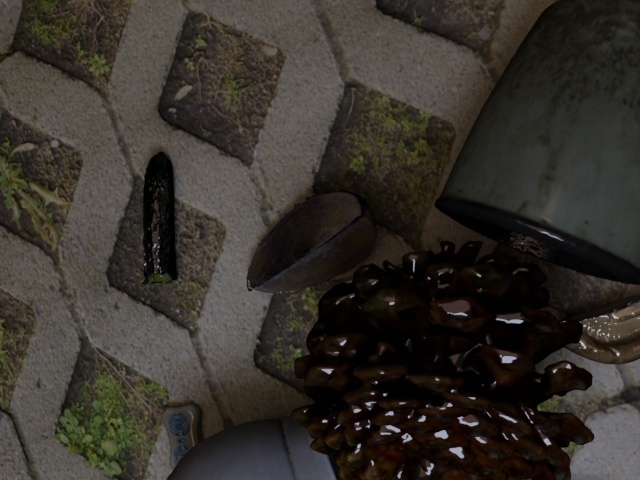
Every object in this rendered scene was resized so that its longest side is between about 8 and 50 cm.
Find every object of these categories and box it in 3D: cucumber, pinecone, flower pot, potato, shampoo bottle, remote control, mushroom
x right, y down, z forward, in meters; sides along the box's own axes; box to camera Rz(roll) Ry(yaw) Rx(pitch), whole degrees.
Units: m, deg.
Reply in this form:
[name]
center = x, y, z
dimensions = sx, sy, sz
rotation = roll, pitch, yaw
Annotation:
[cucumber]
center = -0.293, -0.040, 1.178
dimensions = 0.067, 0.067, 0.246
rotation = -1, 92, 15
[pinecone]
center = 0.171, 0.169, 0.890
dimensions = 0.397, 0.397, 0.398
rotation = 0, 90, 15
[flower pot]
center = 0.349, -0.141, 0.901
dimensions = 0.293, 0.293, 0.331
rotation = 21, 91, 14
[potato]
center = 0.000, 0.002, 1.105
dimensions = 0.261, 0.100, 0.120
rotation = -33, 43, 27
[shampoo bottle]
center = -0.083, 0.418, 1.009
dimensions = 0.266, 0.273, 0.273
rotation = -20, 85, -4
[remote control]
center = -0.246, 0.361, 1.185
dimensions = 0.074, 0.032, 0.122
rotation = -12, 88, 14
[mushroom]
center = 0.461, 0.133, 0.978
dimensions = 0.209, 0.072, 0.094
rotation = -25, 82, 17

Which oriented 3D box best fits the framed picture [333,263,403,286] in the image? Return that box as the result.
[framed picture]
center = 0.150, 0.174, 1.089
dimensions = 0.217, 0.017, 0.275
rotation = -16, 86, 14
